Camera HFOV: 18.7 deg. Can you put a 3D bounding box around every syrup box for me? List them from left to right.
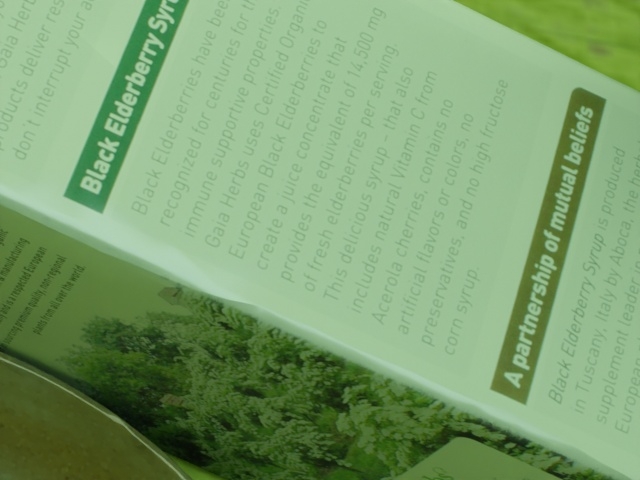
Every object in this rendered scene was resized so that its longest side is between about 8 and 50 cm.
[{"bbox_3d":[0.000,0.000,0.436,0.237,0.093,0.096,25,61,-10],"label":"syrup box"}]

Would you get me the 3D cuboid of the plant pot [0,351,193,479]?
[{"bbox_3d":[-0.105,0.129,0.375,0.236,0.032,0.236,9,65,-19],"label":"plant pot"}]
